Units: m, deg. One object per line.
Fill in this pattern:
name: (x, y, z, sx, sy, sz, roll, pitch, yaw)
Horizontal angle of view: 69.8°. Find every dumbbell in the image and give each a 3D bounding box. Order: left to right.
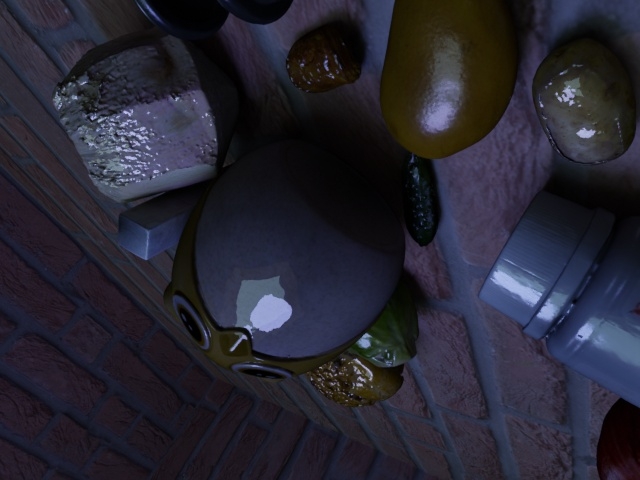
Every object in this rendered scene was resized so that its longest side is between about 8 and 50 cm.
dumbbell: (-0.147, -0.382, 0.620, 0.289, 0.192, 0.192, 6, 140, 36)

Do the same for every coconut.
coconut: (-0.307, -0.241, 0.882, 0.297, 0.309, 0.298, 157, 90, -81)

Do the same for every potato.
potato: (0.332, -0.168, 0.578, 0.107, 0.080, 0.170, -16, 127, 43)

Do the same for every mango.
mango: (0.167, -0.224, 0.600, 0.175, 0.139, 0.255, 20, 141, 16)

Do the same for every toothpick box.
toothpick box: (-0.079, 0.059, 0.896, 0.408, 0.409, 0.425, 37, 118, -7)

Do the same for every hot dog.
hot dog: (0.005, -0.285, 0.738, 0.099, 0.065, 0.147, 50, 157, -27)

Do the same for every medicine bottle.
medicine bottle: (0.422, 0.079, 0.681, 0.306, 0.245, 0.245, 30, 151, 23)

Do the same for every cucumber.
cucumber: (0.187, -0.077, 0.866, 0.069, 0.069, 0.228, 14, 140, 31)

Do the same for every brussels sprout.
brussels sprout: (0.126, 0.185, 1.130, 0.271, 0.219, 0.210, 55, 155, 14)

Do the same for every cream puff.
cream puff: (0.079, 0.350, 1.326, 0.327, 0.231, 0.343, 36, -173, -42)

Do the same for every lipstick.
lipstick: (-0.266, -0.078, 0.991, 0.079, 0.371, 0.076, 27, 123, 14)

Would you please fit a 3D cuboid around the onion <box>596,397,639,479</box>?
onion: (0.705, 0.409, 0.843, 0.341, 0.341, 0.341, 24, 148, 16)
